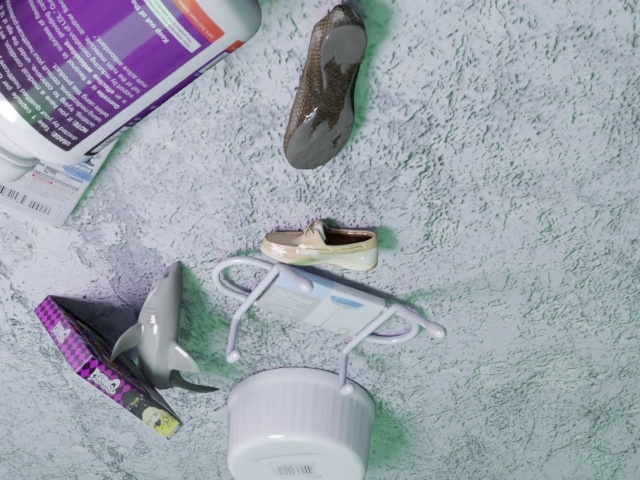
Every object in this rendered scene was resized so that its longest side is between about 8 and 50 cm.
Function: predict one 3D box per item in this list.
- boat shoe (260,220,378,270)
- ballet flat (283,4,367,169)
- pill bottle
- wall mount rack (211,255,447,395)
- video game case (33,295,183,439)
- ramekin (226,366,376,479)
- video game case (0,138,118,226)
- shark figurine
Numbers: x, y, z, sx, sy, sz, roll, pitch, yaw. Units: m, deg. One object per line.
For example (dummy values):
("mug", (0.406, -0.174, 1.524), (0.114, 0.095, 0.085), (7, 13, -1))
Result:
("boat shoe", (0.000, 0.000, 1.209), (0.170, 0.063, 0.059), (5, 122, 0))
("ballet flat", (0.002, -0.180, 1.022), (0.084, 0.058, 0.249), (-9, 146, -18))
("pill bottle", (-0.232, -0.200, 0.864), (0.323, 0.181, 0.181), (-34, 127, 12))
("wall mount rack", (0.015, 0.115, 1.255), (0.350, 0.130, 0.304), (19, 143, -18))
("video game case", (-0.336, 0.198, 1.341), (0.042, 0.232, 0.210), (-47, 128, -9))
("ramekin", (-0.039, 0.361, 1.535), (0.277, 0.135, 0.277), (2, 136, 2))
("video game case", (-0.428, -0.162, 1.057), (0.329, 0.036, 0.300), (25, 140, -21))
("shark figurine", (-0.228, 0.189, 1.328), (0.116, 0.166, 0.278), (18, 137, 18))
